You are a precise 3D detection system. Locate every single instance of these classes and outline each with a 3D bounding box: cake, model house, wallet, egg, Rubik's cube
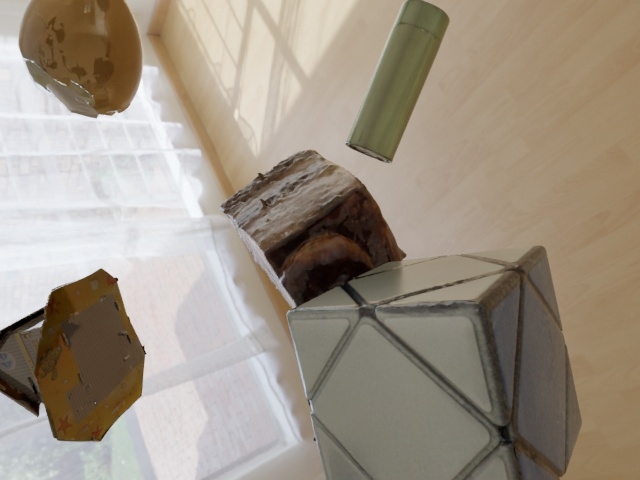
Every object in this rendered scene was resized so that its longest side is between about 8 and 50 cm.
[{"bbox_3d":[0.000,0.000,0.672,0.196,0.198,0.293,63,168,-29],"label":"cake"},{"bbox_3d":[-0.363,0.165,0.610,0.135,0.219,0.208,-13,103,9],"label":"model house"},{"bbox_3d":[-0.371,-0.208,0.671,0.083,0.044,0.011,40,111,24],"label":"wallet"},{"bbox_3d":[-0.420,-0.347,0.803,0.201,0.201,0.245,42,120,35],"label":"egg"},{"bbox_3d":[0.120,0.132,0.455,0.207,0.205,0.205,-8,97,39],"label":"Rubik's cube"}]

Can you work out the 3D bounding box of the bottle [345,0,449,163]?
[{"bbox_3d":[0.103,-0.212,0.611,0.072,0.072,0.202,27,97,42],"label":"bottle"}]
